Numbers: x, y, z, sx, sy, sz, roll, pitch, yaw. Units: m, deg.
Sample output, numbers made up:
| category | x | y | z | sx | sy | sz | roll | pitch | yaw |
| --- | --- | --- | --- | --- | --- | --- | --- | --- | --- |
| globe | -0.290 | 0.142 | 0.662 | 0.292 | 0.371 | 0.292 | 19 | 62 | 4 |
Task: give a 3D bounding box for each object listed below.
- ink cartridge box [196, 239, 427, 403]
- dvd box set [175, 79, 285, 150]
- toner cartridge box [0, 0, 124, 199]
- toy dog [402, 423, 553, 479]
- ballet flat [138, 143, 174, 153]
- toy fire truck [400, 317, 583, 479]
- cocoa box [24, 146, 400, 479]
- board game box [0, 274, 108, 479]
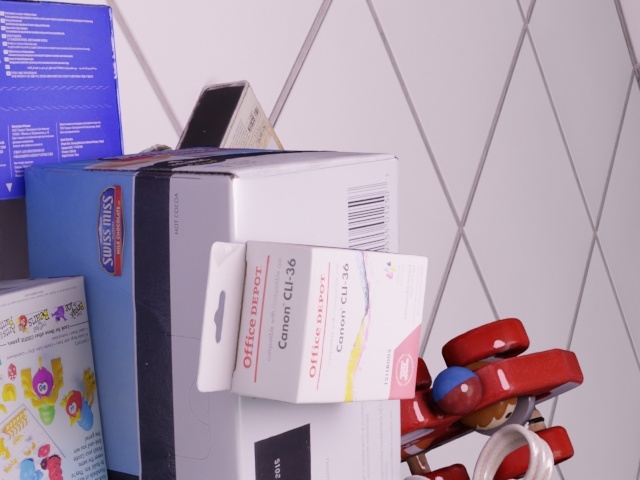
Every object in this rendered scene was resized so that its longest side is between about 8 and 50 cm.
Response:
| category | x | y | z | sx | sy | sz | roll | pitch | yaw |
| --- | --- | --- | --- | --- | --- | --- | --- | --- | --- |
| ink cartridge box | -0.003 | 0.061 | 1.159 | 0.198 | 0.067 | 0.115 | 4 | 91 | -54 |
| dvd box set | -0.063 | 0.081 | 1.701 | 0.420 | 0.062 | 0.308 | 61 | 36 | -41 |
| toner cartridge box | -0.286 | -0.112 | 1.256 | 0.348 | 0.075 | 0.165 | -11 | 97 | -64 |
| toy dog | 0.081 | 0.317 | 1.535 | 0.161 | 0.333 | 0.220 | 25 | 41 | -41 |
| ballet flat | -0.191 | 0.021 | 1.427 | 0.091 | 0.077 | 0.241 | 37 | 59 | -46 |
| toy fire truck | 0.128 | 0.194 | 1.679 | 0.254 | 0.302 | 0.169 | 13 | 54 | -67 |
| cocoa box | -0.086 | 0.100 | 1.301 | 0.231 | 0.228 | 0.347 | -11 | 103 | -53 |
| board game box | -0.261 | 0.175 | 1.195 | 0.144 | 0.142 | 0.275 | -14 | 99 | -62 |
